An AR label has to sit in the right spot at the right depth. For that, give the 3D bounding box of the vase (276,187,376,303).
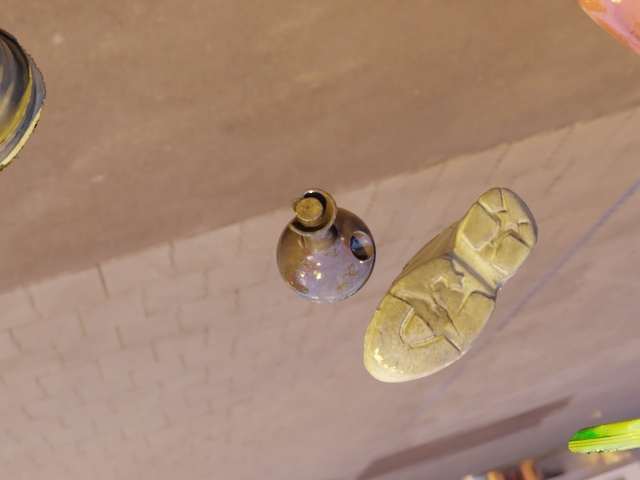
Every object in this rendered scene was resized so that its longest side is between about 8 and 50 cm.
[{"bbox_3d":[0.000,0.000,1.550,0.120,0.120,0.183,-20,156,1],"label":"vase"}]

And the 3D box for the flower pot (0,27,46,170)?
[{"bbox_3d":[-0.386,-0.154,1.232,0.235,0.235,0.140,-19,142,-3],"label":"flower pot"}]

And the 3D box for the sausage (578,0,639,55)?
[{"bbox_3d":[0.337,-0.215,1.325,0.194,0.077,0.077,33,139,-21],"label":"sausage"}]

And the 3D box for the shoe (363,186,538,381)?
[{"bbox_3d":[0.157,0.088,1.854,0.342,0.132,0.210,-48,180,-32],"label":"shoe"}]

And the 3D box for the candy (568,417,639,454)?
[{"bbox_3d":[0.348,0.205,1.427,0.102,0.032,0.178,-14,169,37],"label":"candy"}]
